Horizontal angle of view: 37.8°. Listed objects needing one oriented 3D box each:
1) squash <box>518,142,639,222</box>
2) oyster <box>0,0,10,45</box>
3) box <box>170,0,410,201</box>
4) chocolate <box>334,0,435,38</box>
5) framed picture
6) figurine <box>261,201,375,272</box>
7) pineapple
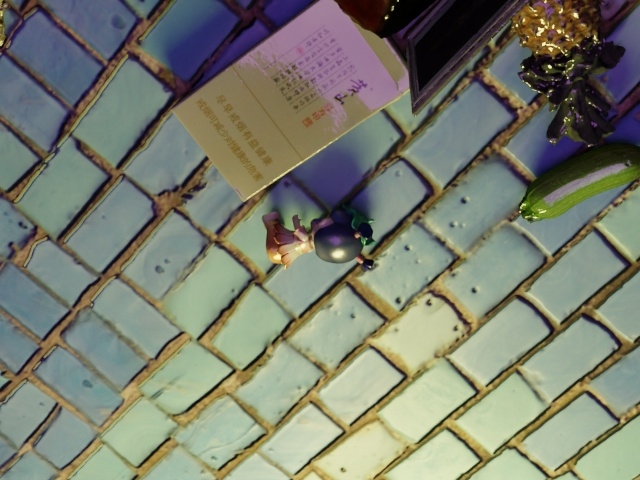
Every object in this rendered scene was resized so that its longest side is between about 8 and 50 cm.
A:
[{"bbox_3d":[0.419,-0.096,1.508,0.219,0.068,0.077,-29,111,20],"label":"squash"},{"bbox_3d":[-0.545,-0.367,1.560,0.080,0.038,0.083,-18,108,14],"label":"oyster"},{"bbox_3d":[-0.043,-0.240,1.528,0.365,0.051,0.205,-32,105,20],"label":"box"},{"bbox_3d":[0.091,-0.505,1.253,0.331,0.383,0.383,47,113,3],"label":"chocolate"},{"bbox_3d":[0.220,-0.334,1.330,0.018,0.231,0.293,33,122,-21],"label":"framed picture"},{"bbox_3d":[0.000,0.000,1.604,0.194,0.102,0.111,-10,145,9],"label":"figurine"},{"bbox_3d":[0.373,-0.288,1.403,0.170,0.141,0.310,-25,117,-7],"label":"pineapple"}]
